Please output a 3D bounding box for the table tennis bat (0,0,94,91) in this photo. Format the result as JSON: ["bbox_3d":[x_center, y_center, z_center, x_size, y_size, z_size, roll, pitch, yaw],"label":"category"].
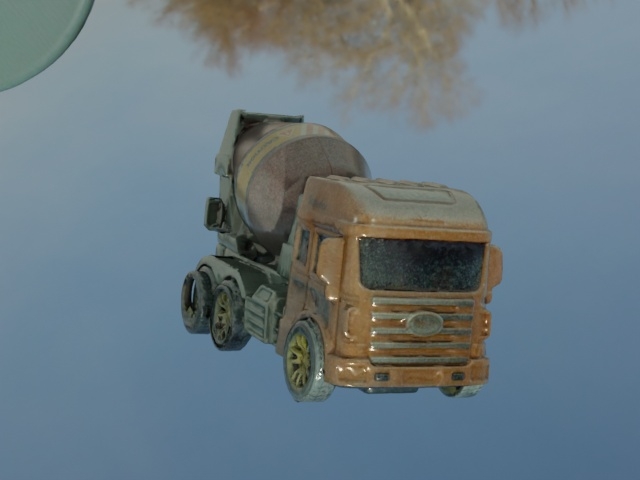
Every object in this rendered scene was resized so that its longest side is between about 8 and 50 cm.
[{"bbox_3d":[-0.196,-0.165,0.488,0.153,0.244,0.040,-28,-152,17],"label":"table tennis bat"}]

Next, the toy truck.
[{"bbox_3d":[0.000,0.000,0.673,0.108,0.140,0.256,3,-173,-25],"label":"toy truck"}]
